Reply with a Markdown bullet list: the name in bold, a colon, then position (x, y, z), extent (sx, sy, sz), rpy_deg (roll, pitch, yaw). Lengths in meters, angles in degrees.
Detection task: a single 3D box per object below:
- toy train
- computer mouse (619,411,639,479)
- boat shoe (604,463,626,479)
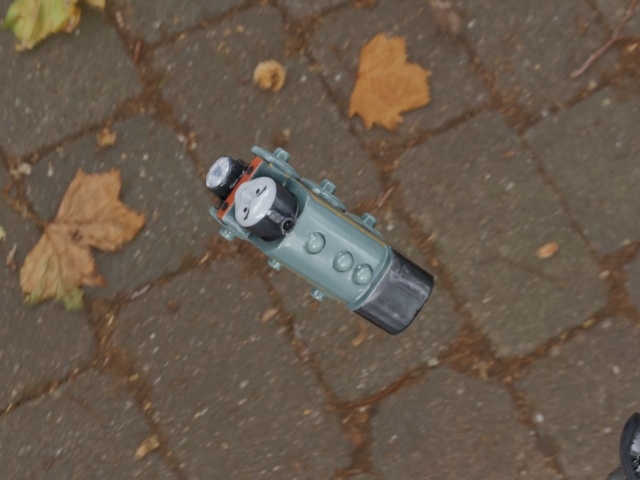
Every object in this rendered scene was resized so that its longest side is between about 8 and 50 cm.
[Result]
- **toy train**: position (0.000, 0.000, 1.746), extent (0.334, 0.190, 0.142), rpy_deg (35, 91, -34)
- **computer mouse**: position (0.324, 0.281, 1.255), extent (0.041, 0.071, 0.242), rpy_deg (-15, 81, 6)
- **boat shoe**: position (0.377, 0.314, 1.341), extent (0.228, 0.081, 0.068), rpy_deg (45, 38, 21)
